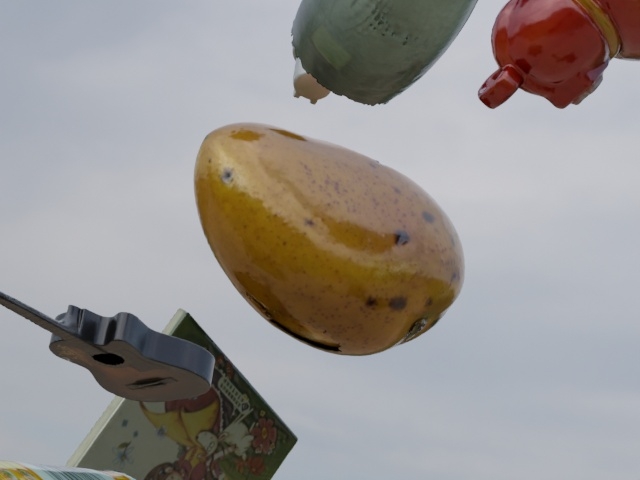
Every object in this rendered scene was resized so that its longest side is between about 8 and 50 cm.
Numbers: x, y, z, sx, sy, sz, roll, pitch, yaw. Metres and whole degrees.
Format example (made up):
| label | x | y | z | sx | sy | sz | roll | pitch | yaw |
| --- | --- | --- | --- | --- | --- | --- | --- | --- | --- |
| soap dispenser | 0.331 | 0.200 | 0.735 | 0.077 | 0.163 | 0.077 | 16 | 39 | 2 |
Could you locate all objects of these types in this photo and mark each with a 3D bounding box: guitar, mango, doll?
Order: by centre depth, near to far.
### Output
| label | x | y | z | sx | sy | sz | roll | pitch | yaw |
| --- | --- | --- | --- | --- | --- | --- | --- | --- | --- |
| guitar | -0.167 | 0.056 | 1.235 | 0.088 | 0.025 | 0.233 | -11 | -32 | 37 |
| doll | 0.257 | -0.235 | 1.473 | 0.160 | 0.363 | 0.182 | 45 | -8 | -8 |
| mango | 0.000 | 0.000 | 1.730 | 0.290 | 0.191 | 0.160 | 33 | -37 | -15 |

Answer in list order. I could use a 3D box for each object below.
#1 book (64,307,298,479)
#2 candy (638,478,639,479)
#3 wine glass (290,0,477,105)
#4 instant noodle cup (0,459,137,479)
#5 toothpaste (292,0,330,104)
| label | x | y | z | sx | sy | sz | roll | pitch | yaw |
| --- | --- | --- | --- | --- | --- | --- | --- | --- | --- |
| book | -0.161 | 0.253 | 1.721 | 0.018 | 0.322 | 0.228 | 14 | -28 | 43 |
| candy | 0.248 | 0.279 | 1.269 | 0.102 | 0.234 | 0.104 | 14 | -11 | -25 |
| wine glass | 0.024 | -0.170 | 0.983 | 0.264 | 0.096 | 0.309 | -23 | -17 | -39 |
| instant noodle cup | -0.194 | 0.203 | 1.137 | 0.168 | 0.168 | 0.185 | -1 | -4 | 38 |
| toothpaste | 0.010 | -0.264 | 1.866 | 0.056 | 0.314 | 0.058 | 18 | -43 | -10 |
